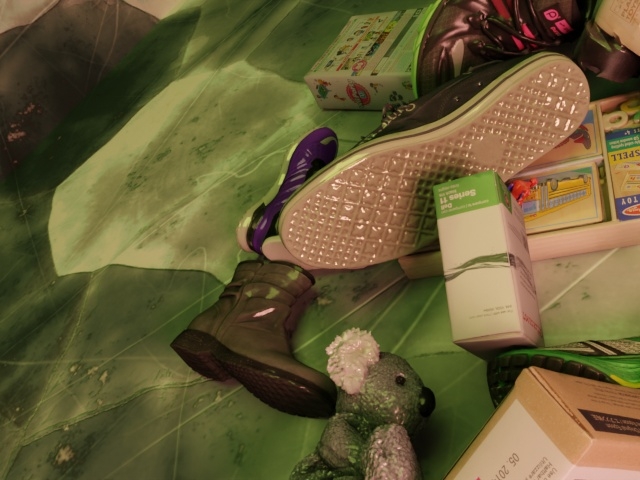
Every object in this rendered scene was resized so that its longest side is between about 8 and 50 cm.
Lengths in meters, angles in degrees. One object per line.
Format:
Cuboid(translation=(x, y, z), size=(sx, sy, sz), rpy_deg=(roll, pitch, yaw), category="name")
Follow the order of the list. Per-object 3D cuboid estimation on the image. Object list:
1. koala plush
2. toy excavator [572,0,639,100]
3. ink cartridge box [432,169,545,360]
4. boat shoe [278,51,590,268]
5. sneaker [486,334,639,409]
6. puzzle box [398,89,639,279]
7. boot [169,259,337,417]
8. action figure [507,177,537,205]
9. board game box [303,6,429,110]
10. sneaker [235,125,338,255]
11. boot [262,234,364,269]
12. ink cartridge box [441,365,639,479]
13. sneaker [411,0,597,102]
Cuboid(translation=(0.065, 0.228, 0.798), size=(0.203, 0.196, 0.221), rpy_deg=(-21, 44, 32), category="koala plush")
Cuboid(translation=(0.601, -0.387, 1.017), size=(0.445, 0.222, 0.433), rpy_deg=(-14, 50, -24), category="toy excavator")
Cuboid(translation=(0.217, 0.039, 0.850), size=(0.087, 0.153, 0.208), rpy_deg=(-14, 66, 25), category="ink cartridge box")
Cuboid(translation=(0.159, -0.122, 1.004), size=(0.500, 0.186, 0.156), rpy_deg=(-33, 26, -3), category="boat shoe")
Cuboid(translation=(0.347, 0.166, 0.730), size=(0.344, 0.134, 0.146), rpy_deg=(-6, 11, 40), category="sneaker")
Cuboid(translation=(0.327, -0.087, 1.026), size=(0.409, 0.052, 0.272), rpy_deg=(-11, 46, 26), category="puzzle box")
Cuboid(translation=(-0.071, 0.130, 1.051), size=(0.338, 0.118, 0.222), rpy_deg=(14, 55, 38), category="boot")
Cuboid(translation=(0.268, -0.054, 0.970), size=(0.115, 0.030, 0.038), rpy_deg=(-39, 44, 7), category="action figure")
Cuboid(translation=(0.148, -0.386, 1.417), size=(0.303, 0.097, 0.224), rpy_deg=(12, 57, 40), category="board game box")
Cuboid(translation=(-0.020, -0.083, 1.241), size=(0.146, 0.102, 0.293), rpy_deg=(16, 66, 39), category="sneaker")
Cuboid(translation=(0.000, 0.000, 1.143), size=(0.190, 0.069, 0.086), rpy_deg=(5, 44, 10), category="boot")
Cuboid(translation=(0.208, 0.238, 0.606), size=(0.234, 0.193, 0.088), rpy_deg=(-61, 36, 21), category="ink cartridge box")
Cuboid(translation=(0.333, -0.391, 1.126), size=(0.482, 0.185, 0.202), rpy_deg=(-52, 42, 24), category="sneaker")
